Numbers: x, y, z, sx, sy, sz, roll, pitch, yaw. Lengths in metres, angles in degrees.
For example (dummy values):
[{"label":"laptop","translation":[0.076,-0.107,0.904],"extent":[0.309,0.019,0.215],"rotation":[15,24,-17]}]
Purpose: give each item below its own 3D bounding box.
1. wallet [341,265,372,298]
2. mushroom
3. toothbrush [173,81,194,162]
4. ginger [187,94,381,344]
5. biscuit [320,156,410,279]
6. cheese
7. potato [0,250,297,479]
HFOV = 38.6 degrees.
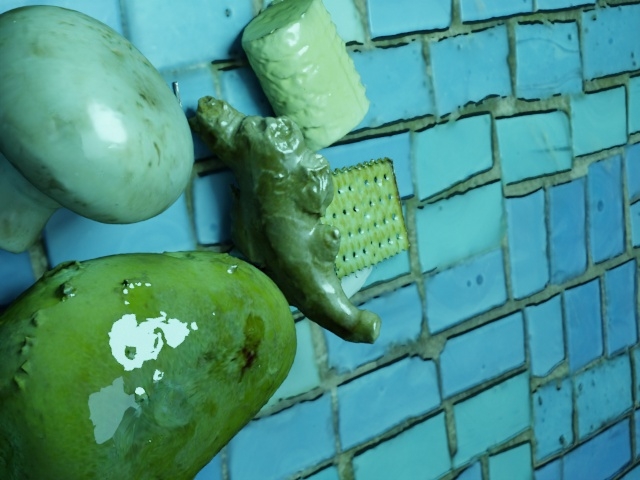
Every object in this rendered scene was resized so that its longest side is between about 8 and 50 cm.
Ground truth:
[{"label":"wallet","translation":[0.000,0.000,1.181],"extent":[0.095,0.033,0.190],"rotation":[-47,120,-22]},{"label":"mushroom","translation":[-0.254,-0.096,0.885],"extent":[0.243,0.243,0.243],"rotation":[-5,99,-37]},{"label":"toothbrush","translation":[-0.158,-0.136,1.057],"extent":[0.008,0.006,0.097],"rotation":[-19,107,-36]},{"label":"ginger","translation":[-0.046,-0.023,1.076],"extent":[0.080,0.166,0.333],"rotation":[-45,117,-52]},{"label":"biscuit","translation":[0.044,-0.027,1.185],"extent":[0.203,0.016,0.144],"rotation":[-21,101,-46]},{"label":"cheese","translation":[-0.018,-0.203,1.106],"extent":[0.123,0.094,0.167],"rotation":[-52,127,-32]},{"label":"potato","translation":[-0.182,0.125,0.945],"extent":[0.359,0.219,0.270],"rotation":[-34,125,-37]}]
